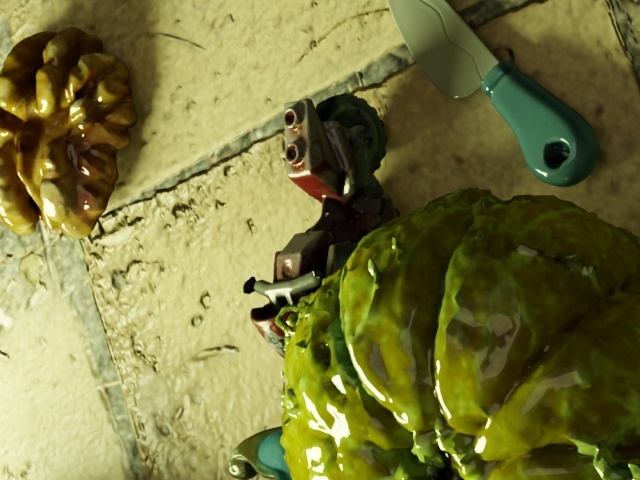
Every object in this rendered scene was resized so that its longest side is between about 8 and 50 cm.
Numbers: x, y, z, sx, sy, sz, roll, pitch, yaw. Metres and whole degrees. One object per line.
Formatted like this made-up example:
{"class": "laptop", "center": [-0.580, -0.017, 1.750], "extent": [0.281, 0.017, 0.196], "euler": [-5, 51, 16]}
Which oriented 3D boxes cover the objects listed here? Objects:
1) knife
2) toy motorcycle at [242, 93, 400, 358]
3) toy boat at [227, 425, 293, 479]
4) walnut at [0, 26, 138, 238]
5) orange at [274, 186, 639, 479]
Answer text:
{"class": "knife", "center": [0.106, -0.124, 1.319], "extent": [0.244, 0.032, 0.058], "euler": [47, 117, 28]}
{"class": "toy motorcycle", "center": [-0.001, 0.000, 1.326], "extent": [0.082, 0.122, 0.213], "euler": [-7, 84, 45]}
{"class": "toy boat", "center": [0.000, 0.211, 1.344], "extent": [0.077, 0.075, 0.185], "euler": [-39, 67, 16]}
{"class": "walnut", "center": [-0.218, -0.087, 1.491], "extent": [0.143, 0.069, 0.170], "euler": [1, 86, 33]}
{"class": "orange", "center": [0.118, 0.119, 1.193], "extent": [0.301, 0.223, 0.300], "euler": [-46, 73, 31]}
